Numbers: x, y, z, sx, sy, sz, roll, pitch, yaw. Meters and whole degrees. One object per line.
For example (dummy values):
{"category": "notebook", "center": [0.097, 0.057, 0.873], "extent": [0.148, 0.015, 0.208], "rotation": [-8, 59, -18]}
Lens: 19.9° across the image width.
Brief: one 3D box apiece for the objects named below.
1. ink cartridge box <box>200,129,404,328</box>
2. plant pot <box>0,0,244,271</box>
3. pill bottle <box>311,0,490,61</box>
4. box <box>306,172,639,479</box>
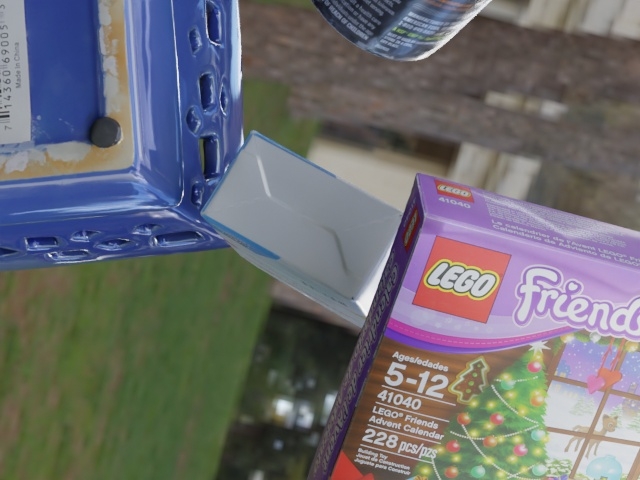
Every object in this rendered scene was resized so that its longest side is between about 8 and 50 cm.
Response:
{"category": "ink cartridge box", "center": [0.000, 0.000, 1.113], "extent": [0.061, 0.104, 0.181], "rotation": [-59, 170, -5]}
{"category": "plant pot", "center": [-0.179, -0.105, 1.159], "extent": [0.212, 0.236, 0.236], "rotation": [26, 60, -83]}
{"category": "pill bottle", "center": [0.100, -0.231, 1.173], "extent": [0.246, 0.130, 0.130], "rotation": [-40, -151, 43]}
{"category": "box", "center": [0.157, 0.098, 0.947], "extent": [0.057, 0.293, 0.201], "rotation": [-95, -159, -65]}
